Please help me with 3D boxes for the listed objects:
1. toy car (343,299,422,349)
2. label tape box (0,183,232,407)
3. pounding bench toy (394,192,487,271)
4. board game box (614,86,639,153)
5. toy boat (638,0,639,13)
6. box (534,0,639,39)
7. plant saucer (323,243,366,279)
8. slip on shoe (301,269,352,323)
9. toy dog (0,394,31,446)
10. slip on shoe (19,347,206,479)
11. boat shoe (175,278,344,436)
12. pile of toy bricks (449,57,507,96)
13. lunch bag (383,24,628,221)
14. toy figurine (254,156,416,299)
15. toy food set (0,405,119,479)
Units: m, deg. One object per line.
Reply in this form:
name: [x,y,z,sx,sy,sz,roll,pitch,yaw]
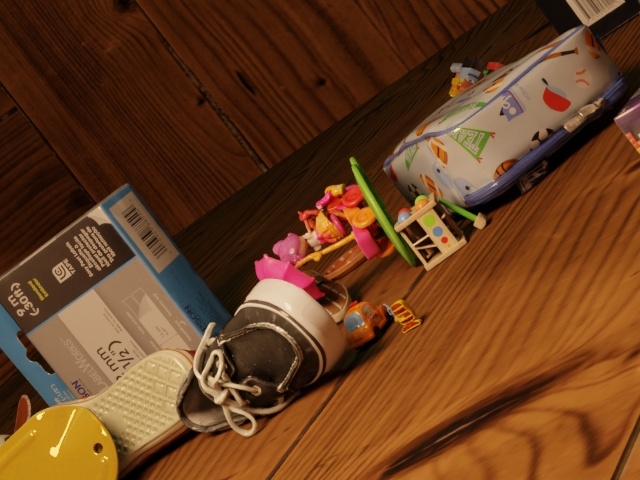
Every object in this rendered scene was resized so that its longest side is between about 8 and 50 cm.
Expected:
toy car: [0.063,0.067,1.673,0.060,0.040,0.122,-43,8,-37]
label tape box: [-0.338,0.118,2.479,0.348,0.249,0.115,-34,8,24]
pounding bench toy: [0.126,-0.021,1.825,0.083,0.065,0.052,-36,7,8]
board game box: [0.369,-0.161,1.595,0.170,0.048,0.141,-32,8,42]
toy boat: [0.483,-0.356,1.868,0.267,0.148,0.318,-41,7,-26]
box: [0.417,-0.376,2.486,0.153,0.108,0.207,-34,8,30]
plant saucer: [0.040,0.024,2.173,0.083,0.013,0.083,-36,7,5]
slip on shoe: [0.003,0.073,1.950,0.051,0.041,0.135,-30,24,-15]
toy dog: [-0.432,0.288,2.217,0.220,0.161,0.334,-42,8,-34]
slip on shoe: [-0.231,0.216,1.958,0.331,0.123,0.101,-34,-15,31]
boat shoe: [-0.075,0.126,1.702,0.105,0.113,0.306,-49,8,-26]
pile of toy bricks: [0.216,-0.171,2.268,0.105,0.118,0.212,-70,19,0]
lunch bag: [0.210,-0.131,1.944,0.243,0.115,0.303,-37,6,-15]
toy figurine: [0.000,0.000,1.908,0.159,0.130,0.173,-31,34,5]
toy food set: [-0.300,0.273,1.883,0.218,0.128,0.071,-41,-14,10]
